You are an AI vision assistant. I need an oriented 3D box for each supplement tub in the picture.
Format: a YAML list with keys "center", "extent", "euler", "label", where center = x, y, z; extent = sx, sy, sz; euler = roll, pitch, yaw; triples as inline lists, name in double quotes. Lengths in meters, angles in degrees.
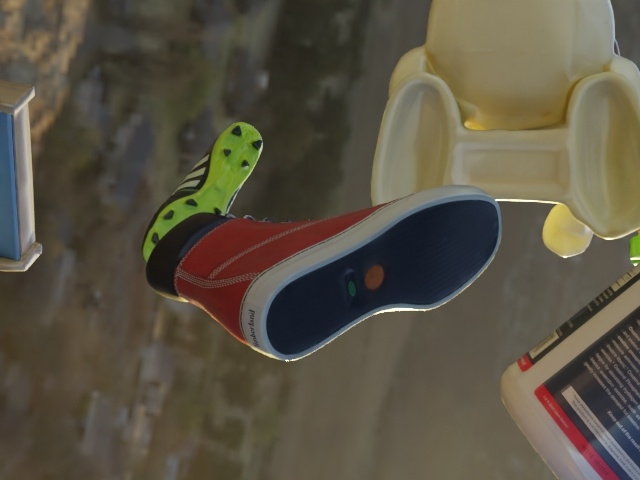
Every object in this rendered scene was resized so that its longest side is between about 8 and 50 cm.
- center: [0.322, 0.121, 1.617]
  extent: [0.272, 0.191, 0.191]
  euler: [-39, 175, 7]
  label: "supplement tub"

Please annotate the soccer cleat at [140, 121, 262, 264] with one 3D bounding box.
- center: [-0.117, -0.040, 1.708]
  extent: [0.179, 0.060, 0.072]
  euler: [-55, -170, -19]
  label: "soccer cleat"

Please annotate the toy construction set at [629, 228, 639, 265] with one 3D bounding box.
- center: [0.506, 0.099, 1.797]
  extent: [0.309, 0.257, 0.237]
  euler: [31, 53, -43]
  label: "toy construction set"

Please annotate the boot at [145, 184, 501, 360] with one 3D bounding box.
- center: [0.000, 0.000, 1.290]
  extent: [0.244, 0.176, 0.088]
  euler: [-20, 117, -33]
  label: "boot"

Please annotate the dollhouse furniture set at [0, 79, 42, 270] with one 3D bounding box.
- center: [-0.445, -0.022, 1.693]
  extent: [0.303, 0.286, 0.198]
  euler: [-57, 155, -56]
  label: "dollhouse furniture set"

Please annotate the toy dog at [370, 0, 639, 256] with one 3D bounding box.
- center: [0.203, -0.170, 1.899]
  extent: [0.408, 0.285, 0.395]
  euler: [-22, 104, -81]
  label: "toy dog"
